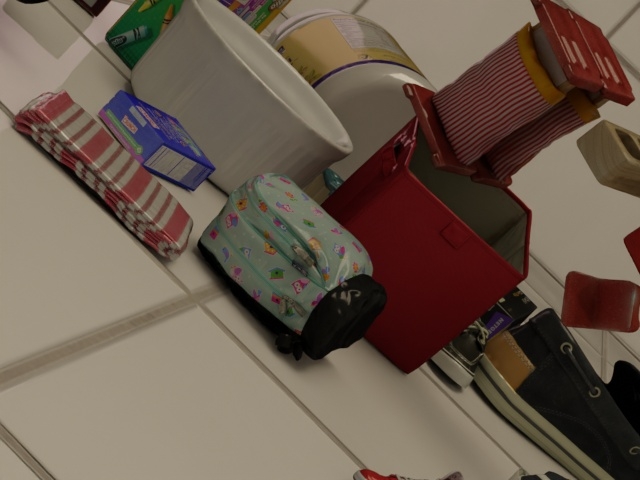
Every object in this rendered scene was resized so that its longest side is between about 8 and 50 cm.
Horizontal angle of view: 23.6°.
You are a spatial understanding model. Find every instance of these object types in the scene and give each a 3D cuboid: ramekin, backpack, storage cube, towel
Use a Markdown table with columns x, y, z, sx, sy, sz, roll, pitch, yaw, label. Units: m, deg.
| x | y | z | sx | sy | sz | roll | pitch | yaw | label |
| --- | --- | --- | --- | --- | --- | --- | --- | --- | --- |
| -0.102 | -0.163 | 1.875 | 0.277 | 0.135 | 0.277 | 43 | 12 | -12 | ramekin |
| -0.027 | 0.023 | 1.505 | 0.182 | 0.115 | 0.152 | 44 | 13 | 14 | backpack |
| 0.112 | 0.003 | 1.783 | 0.215 | 0.193 | 0.183 | 42 | 26 | -12 | storage cube |
| -0.199 | -0.063 | 1.446 | 0.197 | 0.029 | 0.144 | 45 | 10 | -8 | towel |

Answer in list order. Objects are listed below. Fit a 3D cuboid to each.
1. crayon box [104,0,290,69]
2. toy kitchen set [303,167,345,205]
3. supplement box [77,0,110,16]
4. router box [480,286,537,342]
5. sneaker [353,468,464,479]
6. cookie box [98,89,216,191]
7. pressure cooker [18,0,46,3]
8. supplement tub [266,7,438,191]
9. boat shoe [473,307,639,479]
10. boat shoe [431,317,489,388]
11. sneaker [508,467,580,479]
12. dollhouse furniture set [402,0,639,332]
| x | y | z | sx | sy | sz | roll | pitch | yaw | label |
| --- | --- | --- | --- | --- | --- | --- | --- | --- | --- |
| -0.131 | -0.322 | 2.009 | 0.081 | 0.278 | 0.165 | 49 | 11 | 21 | crayon box |
| 0.085 | -0.010 | 2.026 | 0.207 | 0.122 | 0.166 | 41 | 11 | -15 | toy kitchen set |
| -0.316 | -0.384 | 2.102 | 0.104 | 0.081 | 0.188 | 40 | 11 | -15 | supplement box |
| 0.205 | 0.053 | 2.341 | 0.243 | 0.081 | 0.309 | 46 | 11 | 9 | router box |
| 0.087 | 0.214 | 1.307 | 0.118 | 0.067 | 0.042 | 39 | 11 | -25 | sneaker |
| -0.176 | -0.108 | 1.655 | 0.092 | 0.040 | 0.107 | 50 | 12 | 30 | cookie box |
| -0.317 | -0.467 | 1.555 | 0.420 | 0.375 | 0.370 | 35 | -33 | 13 | pressure cooker |
| 0.037 | -0.192 | 2.239 | 0.241 | 0.241 | 0.331 | 38 | 11 | -28 | supplement tub |
| 0.412 | 0.261 | 2.113 | 0.500 | 0.156 | 0.187 | 39 | 9 | -29 | boat shoe |
| 0.178 | 0.126 | 1.986 | 0.078 | 0.070 | 0.219 | 42 | 11 | -7 | boat shoe |
| 0.273 | 0.312 | 1.547 | 0.235 | 0.094 | 0.153 | 31 | 21 | -11 | sneaker |
| 0.267 | -0.059 | 1.674 | 0.152 | 0.201 | 0.374 | 13 | 47 | -50 | dollhouse furniture set |
